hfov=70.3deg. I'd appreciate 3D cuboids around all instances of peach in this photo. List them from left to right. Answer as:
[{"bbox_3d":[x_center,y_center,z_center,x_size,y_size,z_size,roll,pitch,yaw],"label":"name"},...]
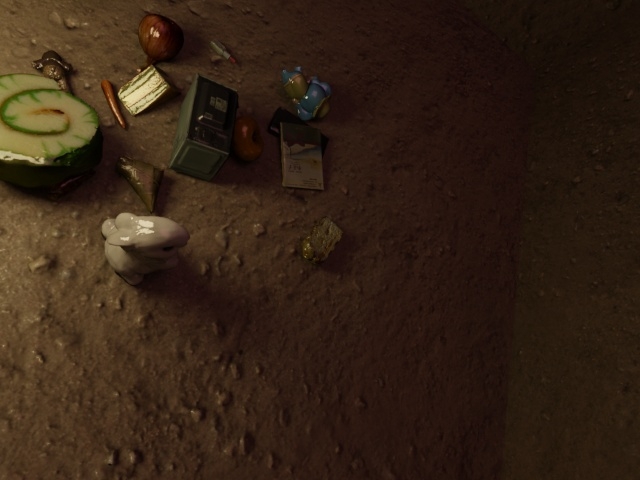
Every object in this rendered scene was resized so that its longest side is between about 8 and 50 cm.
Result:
[{"bbox_3d":[-0.289,-0.402,1.794,0.179,0.103,0.179,-6,90,-76],"label":"peach"}]

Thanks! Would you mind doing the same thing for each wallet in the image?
[{"bbox_3d":[-0.092,-0.469,2.015,0.286,0.030,0.145,29,65,-23],"label":"wallet"}]

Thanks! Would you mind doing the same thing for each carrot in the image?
[{"bbox_3d":[-0.731,-0.478,1.607,0.037,0.037,0.190,-20,88,-36],"label":"carrot"}]

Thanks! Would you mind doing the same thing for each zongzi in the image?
[{"bbox_3d":[-0.629,-0.191,1.546,0.160,0.078,0.176,17,68,-21],"label":"zongzi"}]

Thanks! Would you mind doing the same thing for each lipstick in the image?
[{"bbox_3d":[-0.408,-0.796,1.926,0.129,0.030,0.030,39,57,-15],"label":"lipstick"}]

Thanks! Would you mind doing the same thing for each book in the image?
[{"bbox_3d":[-0.080,-0.364,1.966,0.202,0.026,0.289,1,80,-33],"label":"book"}]

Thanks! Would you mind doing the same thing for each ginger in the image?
[{"bbox_3d":[-0.807,-0.204,1.437,0.162,0.073,0.103,-42,101,-31],"label":"ginger"}]

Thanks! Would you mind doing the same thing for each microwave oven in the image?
[{"bbox_3d":[-0.417,-0.404,1.659,0.181,0.237,0.294,17,61,-28],"label":"microwave oven"}]

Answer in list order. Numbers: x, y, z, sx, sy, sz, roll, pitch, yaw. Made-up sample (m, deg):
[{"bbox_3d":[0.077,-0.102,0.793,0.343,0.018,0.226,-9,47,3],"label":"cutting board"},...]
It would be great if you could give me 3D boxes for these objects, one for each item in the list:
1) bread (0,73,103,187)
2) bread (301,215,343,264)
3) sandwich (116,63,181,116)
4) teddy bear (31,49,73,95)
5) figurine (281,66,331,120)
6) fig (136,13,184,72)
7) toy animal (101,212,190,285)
[{"bbox_3d":[-0.858,-0.338,1.371,0.367,0.129,0.381,-1,59,-23],"label":"bread"},{"bbox_3d":[0.000,0.000,1.878,0.128,0.088,0.232,51,47,-18],"label":"bread"},{"bbox_3d":[-0.640,-0.551,1.702,0.187,0.144,0.117,-38,97,0],"label":"sandwich"},{"bbox_3d":[-0.886,-0.561,1.508,0.120,0.078,0.160,-10,80,-31],"label":"teddy bear"},{"bbox_3d":[-0.054,-0.666,2.031,0.180,0.154,0.262,-47,111,-40],"label":"figurine"},{"bbox_3d":[-0.617,-0.740,1.718,0.175,0.207,0.175,25,25,-13],"label":"fig"},{"bbox_3d":[-0.536,0.002,1.363,0.258,0.357,0.193,31,61,-18],"label":"toy animal"}]
